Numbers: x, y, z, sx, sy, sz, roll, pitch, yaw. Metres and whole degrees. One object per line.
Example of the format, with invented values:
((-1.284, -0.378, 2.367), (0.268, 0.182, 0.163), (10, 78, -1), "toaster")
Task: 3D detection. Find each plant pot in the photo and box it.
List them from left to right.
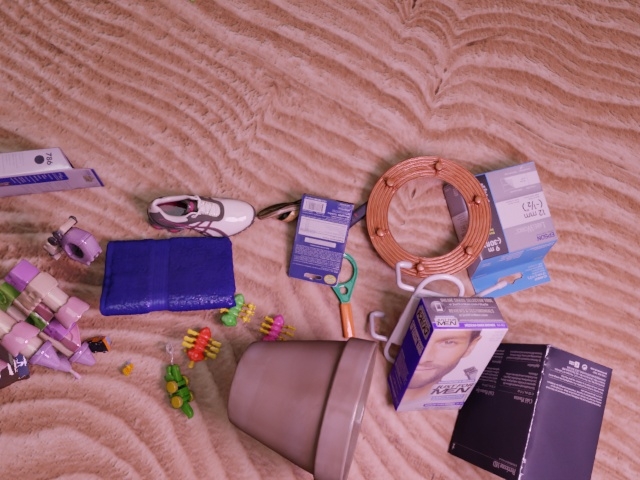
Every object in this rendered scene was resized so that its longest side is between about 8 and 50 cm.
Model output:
((-0.044, 0.353, 1.258), (0.280, 0.323, 0.323), (11, 78, 11), "plant pot")

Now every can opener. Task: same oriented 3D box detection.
((0.087, -0.061, 1.531), (0.186, 0.059, 0.073), (-35, 89, -15), "can opener")

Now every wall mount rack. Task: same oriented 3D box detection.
((0.302, 0.184, 1.447), (0.304, 0.350, 0.130), (14, 41, -8), "wall mount rack")

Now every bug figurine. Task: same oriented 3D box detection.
((-0.192, 0.258, 1.410), (0.279, 0.072, 0.216), (29, 81, -10), "bug figurine")

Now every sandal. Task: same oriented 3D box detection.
((-0.079, -0.076, 1.501), (0.180, 0.072, 0.049), (-15, 106, -18), "sandal")

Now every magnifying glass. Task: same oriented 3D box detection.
((0.063, 0.144, 1.512), (0.092, 0.026, 0.231), (-6, 80, -13), "magnifying glass")

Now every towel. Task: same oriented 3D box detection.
((-0.363, 0.088, 1.362), (0.308, 0.076, 0.227), (-3, 46, -10), "towel")

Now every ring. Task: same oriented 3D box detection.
((0.290, -0.064, 1.506), (0.337, 0.032, 0.336), (0, 85, 0), "ring")

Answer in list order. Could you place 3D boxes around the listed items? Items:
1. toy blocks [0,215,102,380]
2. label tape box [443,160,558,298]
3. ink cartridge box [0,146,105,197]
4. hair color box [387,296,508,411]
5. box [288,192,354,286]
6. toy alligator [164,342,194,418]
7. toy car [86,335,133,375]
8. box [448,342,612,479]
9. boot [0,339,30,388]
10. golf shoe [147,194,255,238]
((-0.579, 0.176, 1.231), (0.260, 0.288, 0.309), (42, 41, -15), "toy blocks")
((0.523, -0.025, 1.592), (0.249, 0.115, 0.347), (-14, 82, -13), "label tape box")
((-0.695, -0.156, 1.325), (0.333, 0.165, 0.065), (-7, 81, -14), "ink cartridge box")
((0.299, 0.285, 1.383), (0.185, 0.338, 0.110), (1, 41, -12), "hair color box")
((0.000, 0.000, 1.472), (0.136, 0.036, 0.225), (12, 102, 3), "box")
((-0.357, 0.345, 1.375), (0.051, 0.056, 0.189), (-22, 85, 26), "toy alligator")
((-0.508, 0.278, 1.369), (0.122, 0.060, 0.040), (56, 30, -16), "toy car")
((0.503, 0.429, 1.394), (0.179, 0.343, 0.312), (21, 77, -9), "box")
((-0.748, 0.238, 1.309), (0.106, 0.082, 0.219), (-5, 72, -38), "boot")
((-0.295, -0.065, 1.420), (0.273, 0.120, 0.105), (-1, 79, -14), "golf shoe")
